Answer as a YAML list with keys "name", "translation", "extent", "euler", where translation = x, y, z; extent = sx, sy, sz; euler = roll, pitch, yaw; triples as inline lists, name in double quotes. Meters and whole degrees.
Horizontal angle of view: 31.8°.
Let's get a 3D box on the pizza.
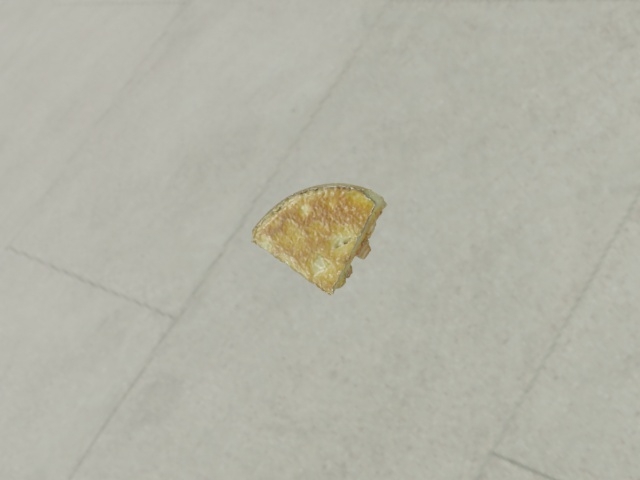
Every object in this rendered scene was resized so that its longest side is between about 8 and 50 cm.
- name: "pizza"
  translation: [0.000, -0.001, 1.366]
  extent: [0.174, 0.046, 0.134]
  euler: [-5, 89, 24]
